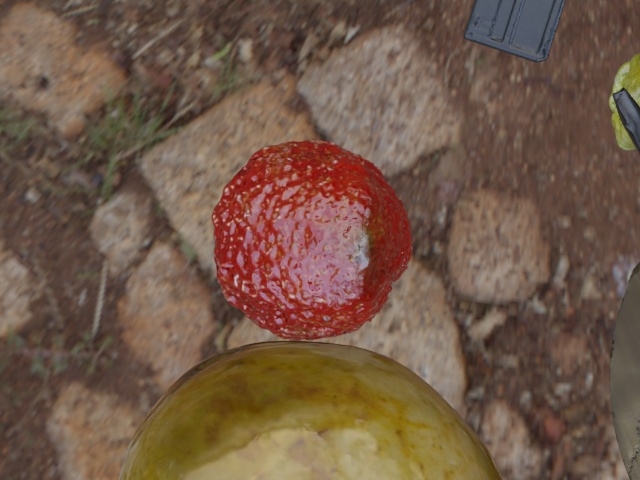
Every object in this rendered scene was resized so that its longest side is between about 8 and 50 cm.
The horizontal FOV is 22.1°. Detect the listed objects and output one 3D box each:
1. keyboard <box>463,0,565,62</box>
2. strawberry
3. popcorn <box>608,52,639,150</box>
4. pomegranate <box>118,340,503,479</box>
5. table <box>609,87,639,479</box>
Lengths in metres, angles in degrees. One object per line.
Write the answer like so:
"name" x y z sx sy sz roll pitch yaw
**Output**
"keyboard" 0.239 -0.373 1.650 0.103 0.041 0.381 21 113 14
"strawberry" 0.000 0.000 2.003 0.257 0.277 0.257 0 91 -27
"popcorn" 0.310 -0.119 1.344 0.145 0.126 0.126 -17 91 -12
"pomegranate" 0.000 0.178 0.965 0.260 0.260 0.260 3 111 8
"table" 0.355 0.034 1.243 0.317 0.317 0.249 -11 138 13
